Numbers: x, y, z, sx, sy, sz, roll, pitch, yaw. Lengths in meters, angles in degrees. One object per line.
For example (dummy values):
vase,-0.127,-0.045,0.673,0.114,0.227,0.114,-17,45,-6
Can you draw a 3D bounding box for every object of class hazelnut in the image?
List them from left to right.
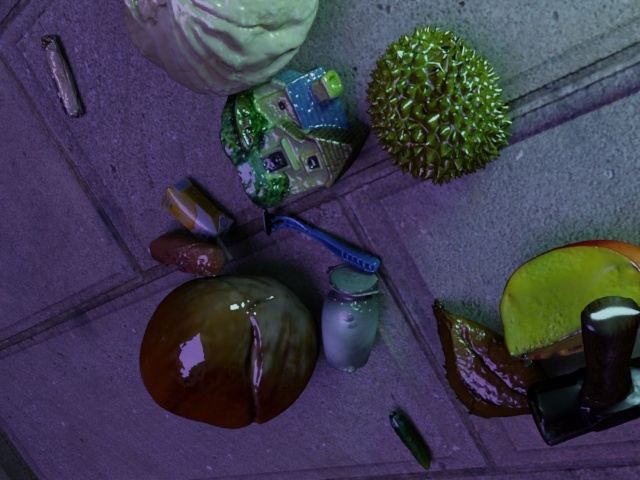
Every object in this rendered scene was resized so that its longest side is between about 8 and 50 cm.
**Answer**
hazelnut,-0.185,0.214,1.325,0.372,0.372,0.315,-55,42,40

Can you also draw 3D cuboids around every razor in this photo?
razor,0.000,0.000,1.257,0.253,0.042,0.082,25,148,18

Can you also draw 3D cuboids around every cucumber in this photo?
cucumber,0.190,0.421,1.380,0.039,0.039,0.168,-27,102,40

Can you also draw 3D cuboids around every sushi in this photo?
sushi,0.292,0.237,1.149,0.287,0.140,0.149,33,92,13

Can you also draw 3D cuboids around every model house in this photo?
model house,-0.036,-0.189,1.084,0.189,0.195,0.214,-13,107,30

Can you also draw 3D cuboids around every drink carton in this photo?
drink carton,-0.243,-0.040,1.370,0.200,0.074,0.084,42,132,4

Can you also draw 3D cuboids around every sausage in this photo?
sausage,-0.299,0.026,1.376,0.087,0.079,0.327,36,165,-30

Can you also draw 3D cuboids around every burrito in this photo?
burrito,-0.573,-0.360,1.426,0.045,0.041,0.185,-13,114,-7

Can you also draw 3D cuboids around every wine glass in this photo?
wine glass,0.057,0.155,1.263,0.111,0.111,0.204,17,120,25

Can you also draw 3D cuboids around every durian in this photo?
durian,0.168,-0.200,0.955,0.200,0.176,0.237,-32,85,21

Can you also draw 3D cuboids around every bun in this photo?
bun,-0.179,-0.408,0.983,0.349,0.227,0.352,41,119,25

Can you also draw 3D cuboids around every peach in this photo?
peach,0.404,0.074,0.961,0.267,0.159,0.154,-33,64,34

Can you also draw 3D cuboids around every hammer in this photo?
hammer,0.396,0.165,0.881,0.242,0.095,0.409,-21,145,11
